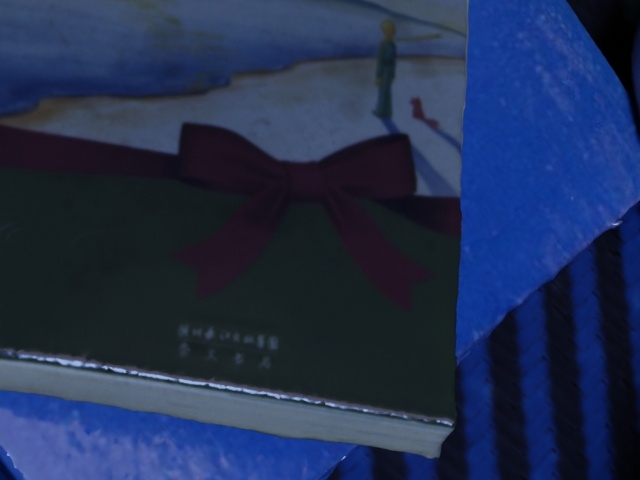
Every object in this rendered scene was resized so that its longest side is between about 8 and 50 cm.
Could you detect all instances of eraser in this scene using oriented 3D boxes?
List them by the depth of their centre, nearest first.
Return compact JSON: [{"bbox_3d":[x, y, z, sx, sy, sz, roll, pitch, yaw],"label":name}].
[{"bbox_3d":[0.000,0.000,0.611,0.312,0.042,0.144,-38,95,-28],"label":"eraser"}]

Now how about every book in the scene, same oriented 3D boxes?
[{"bbox_3d":[-0.039,-0.072,0.574,0.201,0.026,0.289,10,63,-13],"label":"book"}]

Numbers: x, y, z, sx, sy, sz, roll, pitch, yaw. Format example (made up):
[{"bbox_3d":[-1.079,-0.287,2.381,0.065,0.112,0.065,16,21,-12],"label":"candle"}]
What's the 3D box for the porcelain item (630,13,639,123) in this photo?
[{"bbox_3d":[0.220,-0.066,0.671,0.147,0.114,0.147,22,57,-38],"label":"porcelain item"}]
